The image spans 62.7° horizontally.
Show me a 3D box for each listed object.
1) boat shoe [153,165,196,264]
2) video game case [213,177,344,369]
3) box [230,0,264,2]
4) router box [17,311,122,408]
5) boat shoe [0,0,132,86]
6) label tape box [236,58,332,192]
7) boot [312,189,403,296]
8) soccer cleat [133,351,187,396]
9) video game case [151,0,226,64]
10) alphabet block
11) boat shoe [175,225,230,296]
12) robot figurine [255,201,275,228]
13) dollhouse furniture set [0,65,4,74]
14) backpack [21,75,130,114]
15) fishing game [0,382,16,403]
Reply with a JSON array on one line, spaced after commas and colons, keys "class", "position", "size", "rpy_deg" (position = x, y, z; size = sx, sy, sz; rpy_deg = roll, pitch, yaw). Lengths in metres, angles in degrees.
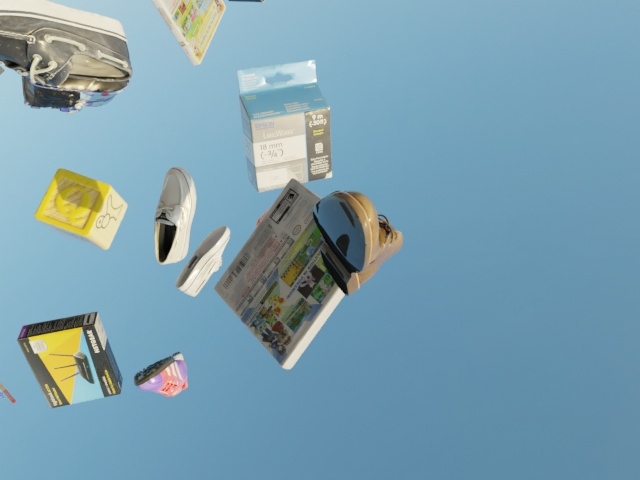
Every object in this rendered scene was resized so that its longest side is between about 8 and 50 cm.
[{"class": "boat shoe", "position": [-0.405, -0.065, 1.419], "size": [0.096, 0.268, 0.088], "rpy_deg": [17, -164, 15]}, {"class": "video game case", "position": [-0.065, 0.060, 1.159], "size": [0.300, 0.036, 0.329], "rpy_deg": [39, -86, 39]}, {"class": "box", "position": [-0.154, -0.572, 1.003], "size": [0.093, 0.158, 0.156], "rpy_deg": [13, -102, 27]}, {"class": "router box", "position": [-0.461, 0.225, 0.983], "size": [0.133, 0.179, 0.046], "rpy_deg": [-10, -148, -9]}, {"class": "boat shoe", "position": [-0.407, -0.279, 0.771], "size": [0.108, 0.102, 0.301], "rpy_deg": [-15, -177, 30]}, {"class": "label tape box", "position": [-0.099, -0.327, 1.520], "size": [0.240, 0.334, 0.106], "rpy_deg": [-14, -146, -17]}, {"class": "boot", "position": [0.064, -0.011, 0.776], "size": [0.115, 0.305, 0.112], "rpy_deg": [-31, -107, -8]}, {"class": "soccer cleat", "position": [-0.447, 0.402, 1.524], "size": [0.108, 0.318, 0.117], "rpy_deg": [-25, -94, -5]}, {"class": "video game case", "position": [-0.307, -0.565, 1.225], "size": [0.026, 0.206, 0.227], "rpy_deg": [-3, -125, 22]}, {"class": "alphabet block", "position": [-0.796, -0.101, 1.770], "size": [0.193, 0.197, 0.193], "rpy_deg": [17, -106, 1]}, {"class": "boat shoe", "position": [-0.373, 0.069, 1.741], "size": [0.258, 0.084, 0.095], "rpy_deg": [-51, -144, -1]}, {"class": "robot figurine", "position": [-0.159, -0.072, 1.999], "size": [0.219, 0.128, 0.158], "rpy_deg": [-42, -129, 23]}, {"class": "dollhouse furniture set", "position": [-0.899, -0.392, 1.189], "size": [0.261, 0.259, 0.135], "rpy_deg": [-29, -145, 18]}, {"class": "backpack", "position": [-0.440, -0.311, 0.950], "size": [0.117, 0.173, 0.158], "rpy_deg": [-37, -116, 52]}, {"class": "fishing game", "position": [-0.816, 0.320, 1.174], "size": [0.189, 0.264, 0.041], "rpy_deg": [37, -89, 19]}]
